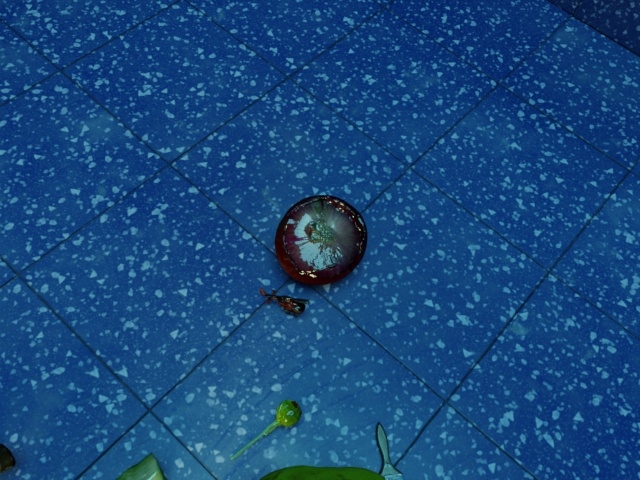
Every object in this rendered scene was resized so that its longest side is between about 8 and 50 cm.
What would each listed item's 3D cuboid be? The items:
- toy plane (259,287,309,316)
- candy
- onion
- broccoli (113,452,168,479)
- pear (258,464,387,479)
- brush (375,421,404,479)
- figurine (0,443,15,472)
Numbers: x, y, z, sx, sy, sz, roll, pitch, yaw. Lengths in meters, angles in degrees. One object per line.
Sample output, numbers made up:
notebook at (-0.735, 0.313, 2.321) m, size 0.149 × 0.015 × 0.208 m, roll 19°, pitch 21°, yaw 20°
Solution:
toy plane at (-0.092, 0.155, 1.552) m, size 0.145 × 0.060 × 0.037 m, roll 17°, pitch 59°, yaw 21°
candy at (-0.127, 0.438, 1.399) m, size 0.194 × 0.062 × 0.058 m, roll -35°, pitch 114°, yaw -14°
onion at (0.003, 0.002, 1.592) m, size 0.248 × 0.161 × 0.247 m, roll -1°, pitch 66°, yaw 3°
broccoli at (-0.486, 0.547, 1.217) m, size 0.252 × 0.221 × 0.361 m, roll 34°, pitch 52°, yaw 5°
pear at (0.011, 0.616, 1.131) m, size 0.392 × 0.391 × 0.390 m, roll 3°, pitch 60°, yaw -5°
brush at (0.152, 0.515, 1.399) m, size 0.070 × 0.021 × 0.196 m, roll -5°, pitch 59°, yaw -8°
figurine at (-0.771, 0.537, 1.166) m, size 0.282 × 0.167 × 0.370 m, roll 10°, pitch 33°, yaw 26°
